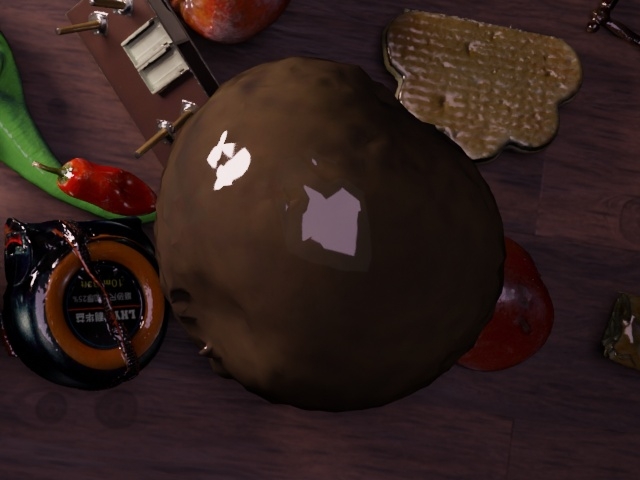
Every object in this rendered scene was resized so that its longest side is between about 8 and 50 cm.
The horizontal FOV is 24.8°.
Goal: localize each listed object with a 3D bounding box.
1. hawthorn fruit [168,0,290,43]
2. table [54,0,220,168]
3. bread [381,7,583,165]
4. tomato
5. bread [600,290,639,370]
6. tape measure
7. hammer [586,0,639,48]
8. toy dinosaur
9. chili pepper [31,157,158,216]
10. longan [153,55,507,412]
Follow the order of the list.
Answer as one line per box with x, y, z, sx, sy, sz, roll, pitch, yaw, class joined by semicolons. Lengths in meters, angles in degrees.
-0.113;-0.339;1.878;0.172;0.173;0.173;1;85;-9;hawthorn fruit
-0.231;-0.216;1.847;0.121;0.111;0.240;-33;90;33;table
0.211;-0.200;1.971;0.286;0.056;0.207;13;80;-8;bread
0.225;0.083;1.929;0.173;0.099;0.189;-18;90;-12;tomato
0.515;0.155;1.978;0.269;0.098;0.087;20;125;-7;bread
-0.293;0.077;1.813;0.202;0.135;0.223;-4;86;-35;tape measure
0.457;-0.276;2.037;0.178;0.021;0.065;32;80;-6;hammer
-0.406;-0.246;1.862;0.500;0.144;0.375;13;82;-23;toy dinosaur
-0.274;-0.067;1.833;0.191;0.050;0.059;17;61;-37;chili pepper
-0.002;0.008;1.747;0.436;0.404;0.404;32;81;-20;longan
